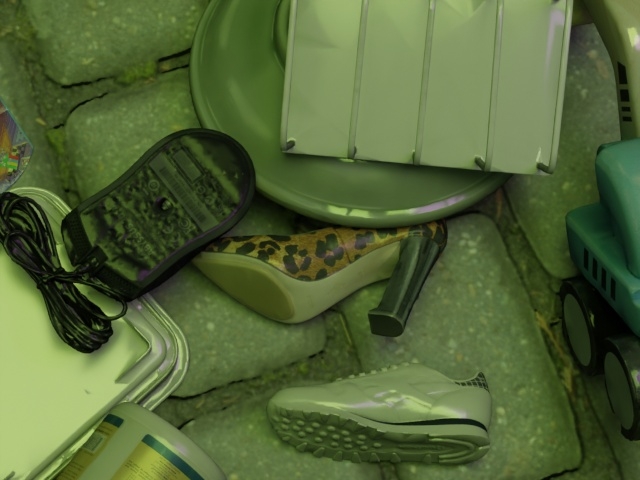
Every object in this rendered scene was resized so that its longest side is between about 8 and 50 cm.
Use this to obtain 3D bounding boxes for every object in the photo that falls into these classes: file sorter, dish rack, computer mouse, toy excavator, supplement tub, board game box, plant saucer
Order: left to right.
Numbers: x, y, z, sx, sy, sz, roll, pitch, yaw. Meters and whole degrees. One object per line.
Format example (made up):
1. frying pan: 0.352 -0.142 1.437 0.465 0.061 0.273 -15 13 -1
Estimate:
1. board game box: -0.403 -0.118 1.877 0.133 0.033 0.168 -31 75 -13
2. dish rack: -0.328 0.124 1.757 0.333 0.072 0.285 -42 86 -16
3. supplement tub: -0.202 0.276 1.689 0.144 0.144 0.199 35 73 9
4. computer mouse: -0.191 -0.018 1.767 0.272 0.072 0.188 -33 83 -19
5. plant saucer: 0.057 -0.206 1.857 0.401 0.100 0.400 2 59 -3
6. file sorter: 0.103 -0.166 1.673 0.278 0.173 0.192 5 96 1
7. toy excavator: 0.347 -0.084 1.744 0.222 0.433 0.445 -11 113 -6

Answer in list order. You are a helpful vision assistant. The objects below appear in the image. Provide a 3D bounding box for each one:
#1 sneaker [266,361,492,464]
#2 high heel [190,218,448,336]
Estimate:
1. sneaker: 0.061 0.173 1.778 0.235 0.090 0.094 6 58 -4
2. high heel: 0.000 0.000 1.845 0.261 0.093 0.186 15 50 14
